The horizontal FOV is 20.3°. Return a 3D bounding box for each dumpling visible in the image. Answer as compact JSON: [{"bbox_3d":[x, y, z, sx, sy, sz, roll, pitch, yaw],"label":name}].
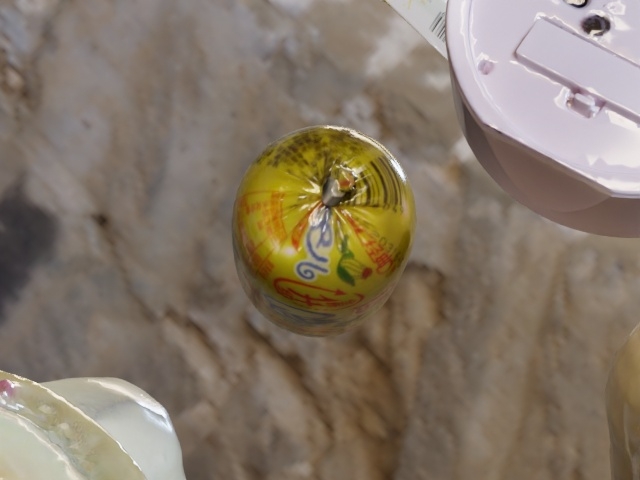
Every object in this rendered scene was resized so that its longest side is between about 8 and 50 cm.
[{"bbox_3d":[-0.184,0.160,1.374,0.216,0.166,0.126,3,104,-44],"label":"dumpling"}]

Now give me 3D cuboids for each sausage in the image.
[{"bbox_3d":[0.000,0.000,1.242,0.123,0.123,0.347,-45,174,-7],"label":"sausage"}]

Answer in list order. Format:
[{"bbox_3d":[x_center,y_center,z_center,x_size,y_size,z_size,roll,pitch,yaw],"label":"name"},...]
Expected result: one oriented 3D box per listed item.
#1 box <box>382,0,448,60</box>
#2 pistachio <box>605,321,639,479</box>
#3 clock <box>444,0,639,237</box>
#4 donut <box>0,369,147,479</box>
[{"bbox_3d":[0.099,-0.167,1.334,0.084,0.154,0.040,-1,130,-53],"label":"box"},{"bbox_3d":[0.362,0.159,1.490,0.238,0.229,0.321,-53,-160,-17],"label":"pistachio"},{"bbox_3d":[0.167,-0.104,0.959,0.197,0.197,0.068,-45,161,-10],"label":"clock"},{"bbox_3d":[-0.234,0.272,1.182,0.150,0.307,0.371,97,7,-84],"label":"donut"}]
